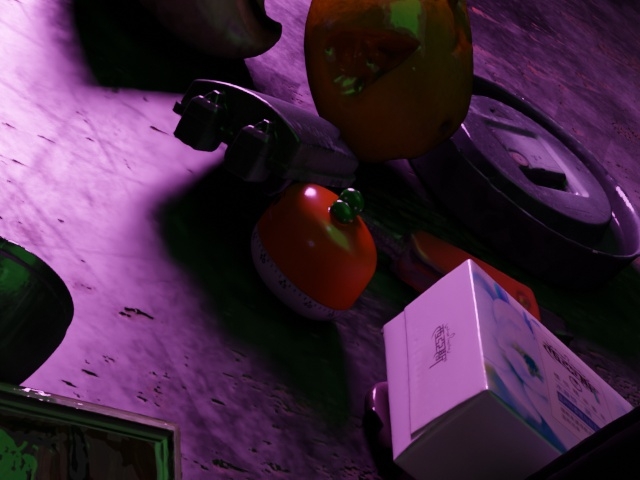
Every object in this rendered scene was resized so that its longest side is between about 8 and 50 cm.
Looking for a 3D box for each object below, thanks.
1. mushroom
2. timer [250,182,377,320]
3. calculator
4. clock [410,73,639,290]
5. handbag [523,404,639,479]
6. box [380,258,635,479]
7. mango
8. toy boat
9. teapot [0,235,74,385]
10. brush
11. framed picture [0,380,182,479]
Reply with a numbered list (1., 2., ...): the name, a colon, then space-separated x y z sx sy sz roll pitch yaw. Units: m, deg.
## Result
1. mushroom: -0.154 -0.328 1.604 0.217 0.211 0.292 8 9 36
2. timer: 0.000 0.000 1.277 0.136 0.136 0.099 47 33 15
3. calculator: 0.093 0.194 1.196 0.103 0.024 0.166 13 37 -41
4. clock: 0.273 -0.087 1.805 0.386 0.076 0.386 30 27 -17
5. handbag: 0.298 0.271 1.042 0.342 0.288 0.152 36 22 -6
6. box: 0.192 0.180 1.195 0.274 0.116 0.203 41 23 -20
7. mango: 0.081 -0.261 1.612 0.253 0.182 0.364 46 36 -54
8. toy boat: -0.038 -0.098 1.408 0.141 0.092 0.319 32 10 19
9. teapot: -0.251 0.052 0.898 0.149 0.111 0.108 39 47 -18
10. brush: 0.153 0.046 1.481 0.323 0.051 0.070 30 34 -23
11. framed picture: -0.195 0.178 0.804 0.273 0.016 0.216 19 49 -34
